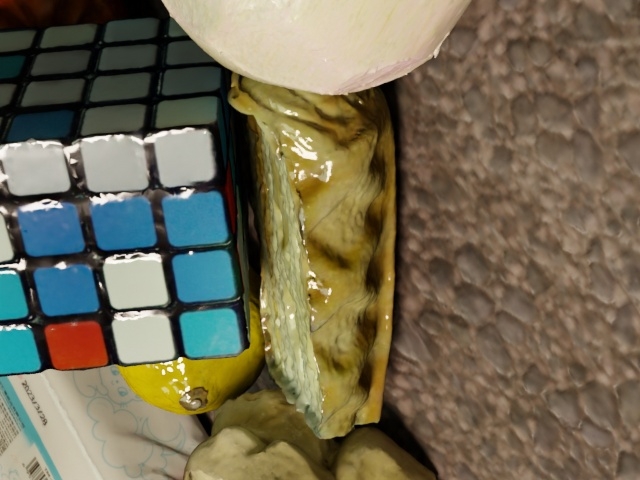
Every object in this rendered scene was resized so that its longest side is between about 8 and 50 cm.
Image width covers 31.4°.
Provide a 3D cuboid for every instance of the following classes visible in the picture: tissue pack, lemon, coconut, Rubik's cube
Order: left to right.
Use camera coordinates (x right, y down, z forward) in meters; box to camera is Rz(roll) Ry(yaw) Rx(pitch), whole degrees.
[{"bbox_3d":[-0.207,0.134,0.937,0.271,0.124,0.201,58,143,12],"label":"tissue pack"},{"bbox_3d":[-0.123,-0.030,0.656,0.155,0.154,0.151,-97,3,-57],"label":"Rubik's cube"},{"bbox_3d":[-0.084,0.059,0.751,0.133,0.109,0.109,-101,22,-44],"label":"lemon"},{"bbox_3d":[-0.005,-0.145,0.502,0.171,0.171,0.183,52,129,18],"label":"coconut"}]

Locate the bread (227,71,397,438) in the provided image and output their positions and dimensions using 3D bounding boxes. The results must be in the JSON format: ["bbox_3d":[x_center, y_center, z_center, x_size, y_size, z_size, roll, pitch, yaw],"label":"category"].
[{"bbox_3d":[0.000,0.000,0.640,0.128,0.088,0.232,-119,21,-63],"label":"bread"}]

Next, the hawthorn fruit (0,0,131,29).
[{"bbox_3d":[-0.217,-0.133,0.780,0.179,0.173,0.173,51,141,30],"label":"hawthorn fruit"}]

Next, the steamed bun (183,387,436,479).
[{"bbox_3d":[0.002,0.181,0.727,0.192,0.106,0.177,35,148,18],"label":"steamed bun"}]
